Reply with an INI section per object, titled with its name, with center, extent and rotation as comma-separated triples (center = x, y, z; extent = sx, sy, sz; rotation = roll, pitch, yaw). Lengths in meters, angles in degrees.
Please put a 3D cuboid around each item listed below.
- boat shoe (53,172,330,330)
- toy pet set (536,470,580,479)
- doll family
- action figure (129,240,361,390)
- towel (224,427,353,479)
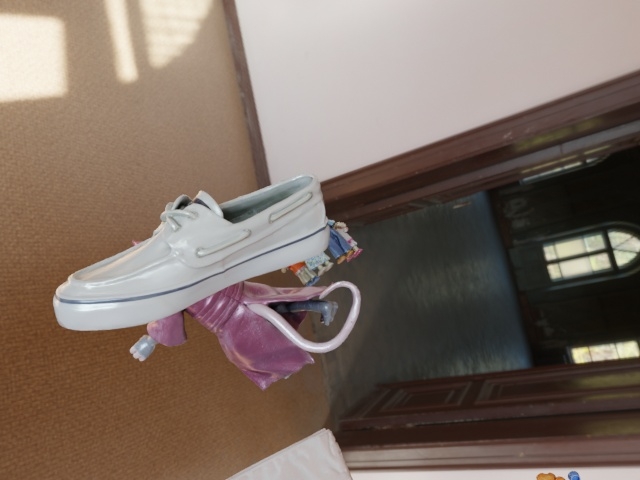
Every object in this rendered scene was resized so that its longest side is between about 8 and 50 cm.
[boat shoe]
center = -0.108, -0.003, 0.419
extent = 0.258, 0.095, 0.084
rotation = -22, 118, -33
[toy pet set]
center = 0.296, 0.378, 0.598
extent = 0.065, 0.114, 0.122
rotation = -41, 126, -85
[doll family]
center = 0.000, 0.000, 1.261
extent = 0.263, 0.118, 0.163
rotation = -31, 71, -32
[action figure]
center = -0.167, 0.115, 0.773
extent = 0.370, 0.276, 0.248
rotation = 31, 67, -19
[towel]
center = -0.044, 0.551, 0.805
extent = 0.317, 0.053, 0.331
rotation = -14, 66, -31
